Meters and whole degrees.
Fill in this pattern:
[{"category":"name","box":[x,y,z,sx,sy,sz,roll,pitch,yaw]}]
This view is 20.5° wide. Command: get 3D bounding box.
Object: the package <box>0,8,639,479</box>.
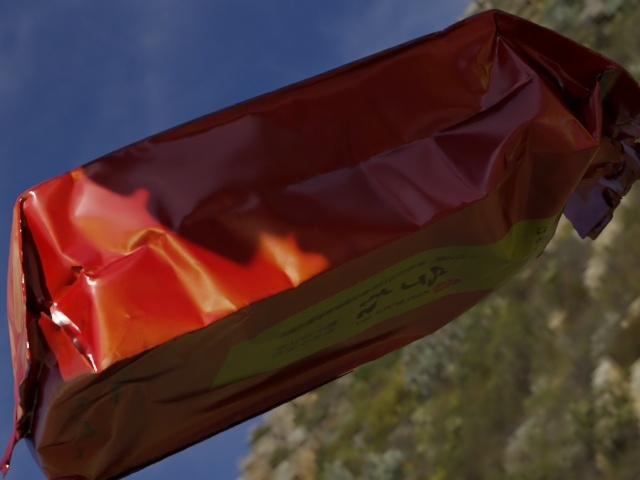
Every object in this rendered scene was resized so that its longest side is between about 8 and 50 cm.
[{"category":"package","box":[-0.001,0.001,1.028,0.423,0.123,0.196,-23,-20,-21]}]
